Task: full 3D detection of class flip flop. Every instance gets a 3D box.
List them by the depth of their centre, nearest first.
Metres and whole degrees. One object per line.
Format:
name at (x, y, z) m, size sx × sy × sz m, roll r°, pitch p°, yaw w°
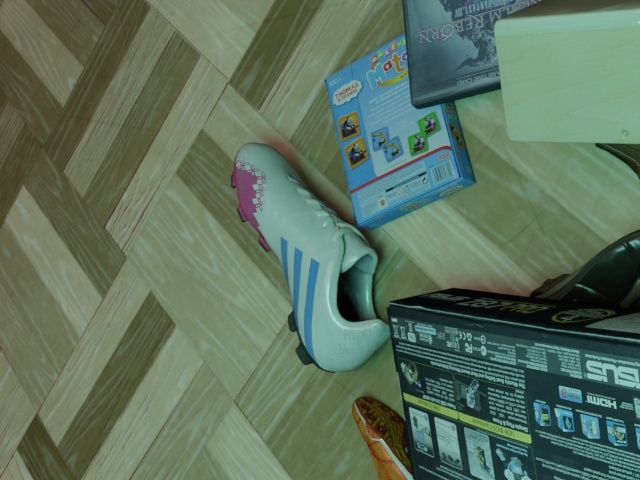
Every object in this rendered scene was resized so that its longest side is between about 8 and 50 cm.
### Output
flip flop at (0.262, 0.073, 0.995) m, size 0.112 × 0.080 × 0.277 m, roll 49°, pitch 123°, yaw 0°

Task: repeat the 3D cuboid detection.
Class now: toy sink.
toy sink at (0.302, -0.183, 0.955) m, size 0.153 × 0.234 × 0.131 m, roll 6°, pitch 116°, yaw 40°

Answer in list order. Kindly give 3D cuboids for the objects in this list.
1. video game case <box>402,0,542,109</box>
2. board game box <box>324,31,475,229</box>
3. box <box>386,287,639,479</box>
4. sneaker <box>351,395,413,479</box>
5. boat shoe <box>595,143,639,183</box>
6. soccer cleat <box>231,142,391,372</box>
video game case at (0.188, -0.306, 1.134) m, size 0.196 × 0.026 × 0.274 m, roll -11°, pitch 73°, yaw 28°
board game box at (0.094, -0.140, 1.202) m, size 0.160 × 0.039 × 0.211 m, roll -25°, pitch 69°, yaw 35°
box at (0.209, 0.213, 0.854) m, size 0.395 × 0.097 × 0.318 m, roll 0°, pitch 99°, yaw 65°
sneaker at (0.081, 0.259, 1.134) m, size 0.067 × 0.064 × 0.175 m, roll -57°, pitch 49°, yaw 30°
boat shoe at (0.344, -0.063, 0.961) m, size 0.178 × 0.064 × 0.060 m, roll 36°, pitch 104°, yaw 35°
soccer cleat at (0.000, 0.000, 1.212) m, size 0.143 × 0.116 × 0.331 m, roll -36°, pitch 69°, yaw 35°
